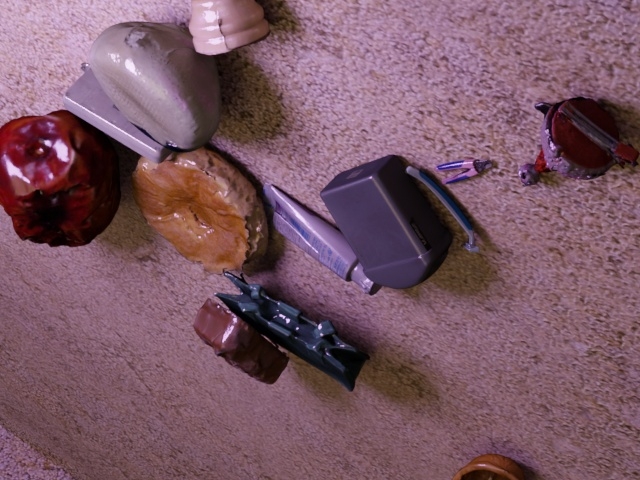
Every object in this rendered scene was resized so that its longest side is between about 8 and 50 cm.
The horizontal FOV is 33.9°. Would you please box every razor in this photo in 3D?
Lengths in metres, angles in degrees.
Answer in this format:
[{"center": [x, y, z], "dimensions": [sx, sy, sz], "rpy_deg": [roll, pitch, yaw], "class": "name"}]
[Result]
[{"center": [0.219, -0.061, 1.855], "dimensions": [0.191, 0.037, 0.068], "rpy_deg": [52, 180, -8], "class": "razor"}]

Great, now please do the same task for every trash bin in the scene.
[{"center": [0.126, -0.027, 1.916], "dimensions": [0.176, 0.101, 0.236], "rpy_deg": [-15, 114, 47], "class": "trash bin"}]

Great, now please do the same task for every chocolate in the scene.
[{"center": [-0.175, 0.220, 2.235], "dimensions": [0.148, 0.093, 0.214], "rpy_deg": [21, 164, 45], "class": "chocolate"}]

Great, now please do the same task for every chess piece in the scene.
[{"center": [-0.194, -0.473, 1.745], "dimensions": [0.139, 0.124, 0.307], "rpy_deg": [39, 152, 58], "class": "chess piece"}]

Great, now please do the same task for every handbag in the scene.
[{"center": [-0.055, 0.184, 2.192], "dimensions": [0.326, 0.089, 0.238], "rpy_deg": [31, 171, 15], "class": "handbag"}]

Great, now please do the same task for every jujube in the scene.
[{"center": [-0.556, -0.127, 2.206], "dimensions": [0.276, 0.276, 0.377], "rpy_deg": [38, 168, 3], "class": "jujube"}]

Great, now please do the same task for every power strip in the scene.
[{"center": [-0.385, -0.256, 2.084], "dimensions": [0.270, 0.118, 0.046], "rpy_deg": [31, 151, 10], "class": "power strip"}]

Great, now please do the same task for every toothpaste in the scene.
[{"center": [0.000, 0.000, 2.070], "dimensions": [0.299, 0.073, 0.114], "rpy_deg": [35, 146, 20], "class": "toothpaste"}]

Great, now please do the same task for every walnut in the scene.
[{"center": [0.369, 0.517, 2.241], "dimensions": [0.167, 0.087, 0.211], "rpy_deg": [27, 135, 6], "class": "walnut"}]

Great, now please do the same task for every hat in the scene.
[{"center": [0.378, -0.131, 1.629], "dimensions": [0.140, 0.129, 0.227], "rpy_deg": [19, 160, -9], "class": "hat"}]

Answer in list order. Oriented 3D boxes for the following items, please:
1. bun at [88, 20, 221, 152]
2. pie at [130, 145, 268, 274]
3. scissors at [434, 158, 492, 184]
[{"center": [-0.281, -0.301, 1.931], "dimensions": [0.283, 0.179, 0.283], "rpy_deg": [37, 160, 16], "class": "bun"}, {"center": [-0.254, -0.069, 2.183], "dimensions": [0.339, 0.083, 0.339], "rpy_deg": [23, 138, 23], "class": "pie"}, {"center": [0.246, -0.121, 1.793], "dimensions": [0.113, 0.012, 0.039], "rpy_deg": [-11, 120, 44], "class": "scissors"}]
